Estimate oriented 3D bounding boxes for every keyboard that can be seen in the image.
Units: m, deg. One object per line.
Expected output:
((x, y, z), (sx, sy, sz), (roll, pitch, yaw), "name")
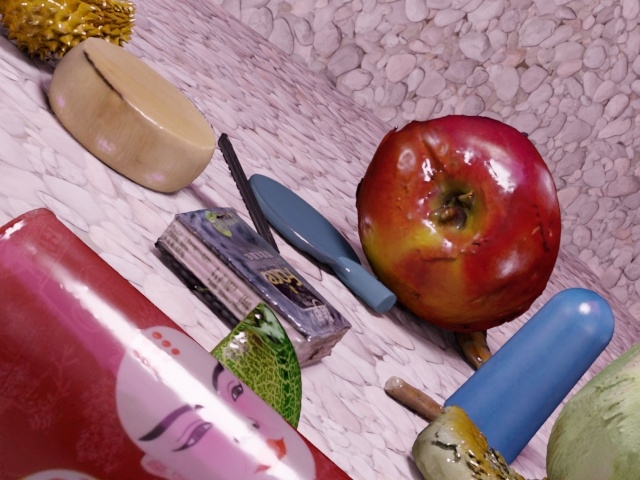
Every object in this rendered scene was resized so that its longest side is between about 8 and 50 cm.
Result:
((-0.104, -0.060, 1.886), (0.067, 0.011, 0.202), (-78, 146, -73), "keyboard")

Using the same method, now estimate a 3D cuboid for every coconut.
((0.411, 0.279, 1.557), (0.281, 0.328, 0.328), (15, 13, 5), "coconut")

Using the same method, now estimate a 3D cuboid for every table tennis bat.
((0.000, 0.000, 2.106), (0.329, 0.044, 0.215), (45, 13, 27), "table tennis bat")

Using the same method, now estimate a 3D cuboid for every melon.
((-0.072, 0.158, 1.140), (0.129, 0.169, 0.265), (42, 15, 0), "melon")

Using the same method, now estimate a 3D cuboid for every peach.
((0.226, -0.021, 2.172), (0.416, 0.339, 0.353), (36, 51, -83), "peach")

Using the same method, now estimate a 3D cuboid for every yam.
((0.150, 0.234, 1.792), (0.145, 0.032, 0.032), (37, 14, -20), "yam")

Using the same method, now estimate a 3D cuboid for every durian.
((-0.380, -0.319, 1.904), (0.249, 0.183, 0.138), (5, 66, -60), "durian")

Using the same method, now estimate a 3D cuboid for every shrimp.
((0.306, 0.198, 2.304), (0.198, 0.051, 0.262), (43, 15, -22), "shrimp")

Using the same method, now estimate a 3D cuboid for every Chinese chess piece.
((-0.264, -0.174, 1.824), (0.251, 0.097, 0.251), (38, 15, -12), "Chinese chess piece")

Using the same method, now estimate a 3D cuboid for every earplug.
((0.316, 0.182, 1.879), (0.132, 0.273, 0.132), (38, 13, -10), "earplug")

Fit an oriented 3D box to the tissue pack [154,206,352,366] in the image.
((-0.082, 0.057, 1.628), (0.235, 0.073, 0.173), (43, 15, 14), "tissue pack")

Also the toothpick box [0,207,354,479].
((-0.133, 0.160, 0.897), (0.333, 0.204, 0.204), (41, 14, 2), "toothpick box")

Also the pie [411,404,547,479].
((0.268, 0.355, 1.632), (0.371, 0.078, 0.296), (34, 16, -27), "pie")
